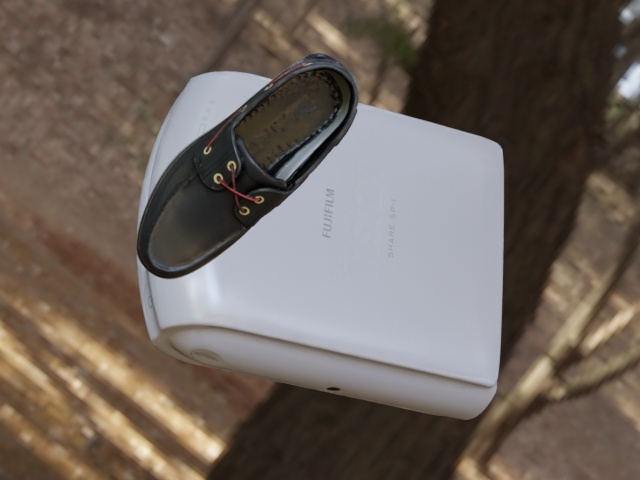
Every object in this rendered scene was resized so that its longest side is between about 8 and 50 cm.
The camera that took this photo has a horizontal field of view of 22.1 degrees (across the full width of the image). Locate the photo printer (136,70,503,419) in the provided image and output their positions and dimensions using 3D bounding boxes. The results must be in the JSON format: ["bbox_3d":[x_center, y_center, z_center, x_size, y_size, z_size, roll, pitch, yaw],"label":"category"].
[{"bbox_3d":[0.000,0.000,1.364,0.307,0.256,0.107,14,-28,-18],"label":"photo printer"}]

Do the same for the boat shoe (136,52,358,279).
[{"bbox_3d":[-0.035,-0.034,0.757,0.049,0.133,0.042,45,-1,-11],"label":"boat shoe"}]
